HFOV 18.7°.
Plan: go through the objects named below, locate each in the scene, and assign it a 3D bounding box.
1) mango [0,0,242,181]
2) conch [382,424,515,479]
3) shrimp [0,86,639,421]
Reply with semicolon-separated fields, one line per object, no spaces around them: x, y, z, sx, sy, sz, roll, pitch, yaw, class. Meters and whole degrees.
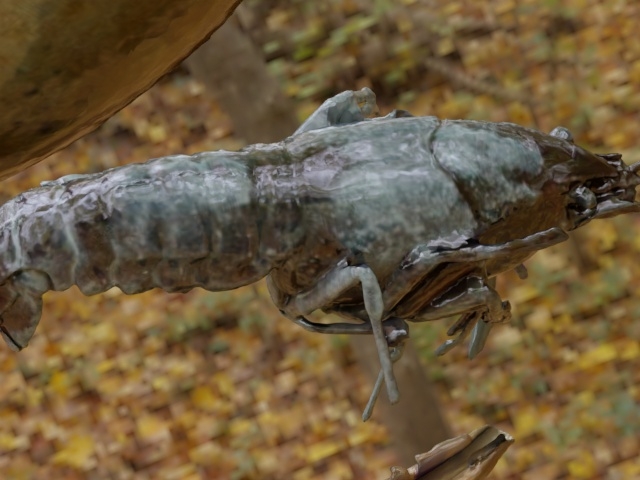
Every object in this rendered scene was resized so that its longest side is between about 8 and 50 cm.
-0.080;-0.142;0.546;0.329;0.176;0.176;-41;-31;18;mango
0.004;0.240;1.340;0.330;0.109;0.093;-39;-27;-17;conch
0.004;-0.002;1.112;0.410;0.221;0.166;1;-33;-22;shrimp
